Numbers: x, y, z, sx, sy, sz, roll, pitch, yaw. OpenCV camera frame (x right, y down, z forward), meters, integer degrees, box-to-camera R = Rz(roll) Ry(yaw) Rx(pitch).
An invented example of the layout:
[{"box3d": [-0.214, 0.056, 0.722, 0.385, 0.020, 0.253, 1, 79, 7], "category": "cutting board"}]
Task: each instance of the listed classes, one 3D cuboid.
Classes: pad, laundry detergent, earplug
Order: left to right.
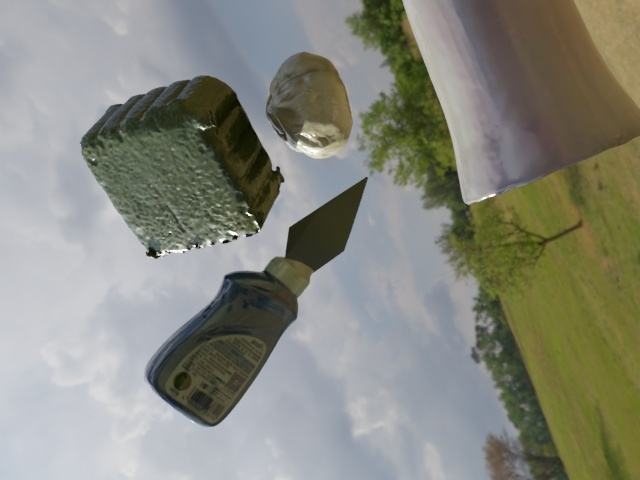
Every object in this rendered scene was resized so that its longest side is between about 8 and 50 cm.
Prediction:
[{"box3d": [-0.127, 0.135, 0.907, 0.143, 0.290, 0.094, 44, 166, -19], "category": "laundry detergent"}, {"box3d": [0.000, 0.000, 1.004, 0.004, 0.164, 0.243, 47, 154, 18], "category": "pad"}, {"box3d": [0.158, -0.204, 0.542, 0.301, 0.172, 0.172, 67, -164, -2], "category": "earplug"}]

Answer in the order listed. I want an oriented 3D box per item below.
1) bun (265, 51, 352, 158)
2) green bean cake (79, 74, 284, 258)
[{"box3d": [-0.033, -0.215, 0.964, 0.183, 0.102, 0.183, 38, 141, 38], "category": "bun"}, {"box3d": [-0.217, -0.118, 0.954, 0.156, 0.247, 0.249, -74, -35, -52], "category": "green bean cake"}]
